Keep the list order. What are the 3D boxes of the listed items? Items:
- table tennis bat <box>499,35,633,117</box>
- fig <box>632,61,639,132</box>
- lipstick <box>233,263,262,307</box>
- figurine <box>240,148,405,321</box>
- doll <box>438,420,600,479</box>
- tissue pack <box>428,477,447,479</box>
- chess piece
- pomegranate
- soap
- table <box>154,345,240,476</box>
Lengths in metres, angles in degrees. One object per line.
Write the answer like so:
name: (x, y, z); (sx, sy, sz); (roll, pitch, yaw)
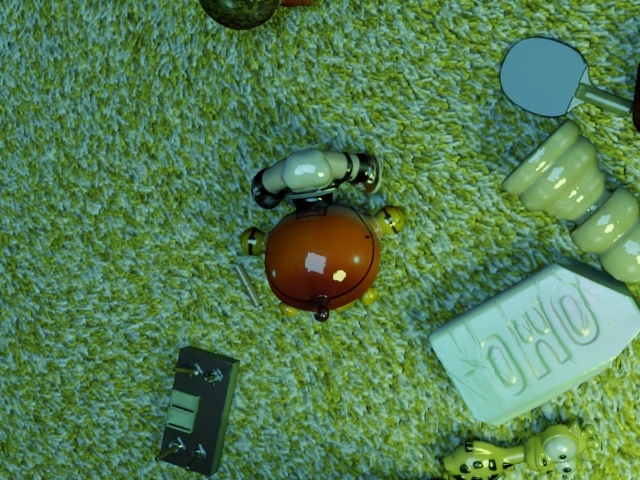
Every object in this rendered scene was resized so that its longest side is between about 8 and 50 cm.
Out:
table tennis bat: (0.444, -0.282, 1.742); (0.246, 0.022, 0.138); (24, 99, 16)
fig: (0.631, -0.238, 1.638); (0.201, 0.134, 0.146); (11, 105, 7)
lipstick: (-0.146, 0.091, 1.937); (0.019, 0.019, 0.094); (-30, 84, 16)
figurine: (-0.001, -0.002, 1.798); (0.319, 0.196, 0.323); (-11, 79, 11)
doll: (0.365, 0.395, 1.764); (0.291, 0.086, 0.117); (-15, 128, 15)
tissue pack: (0.133, 0.608, 1.675); (0.264, 0.416, 0.253); (-31, 81, 18)
chess piece: (0.475, -0.051, 1.679); (0.300, 0.167, 0.167); (46, 104, 6)
pomegranate: (-0.115, -0.496, 1.832); (0.247, 0.214, 0.214); (14, 98, -22)
soap: (0.396, 0.171, 1.728); (0.346, 0.115, 0.208); (-31, 84, 15)
table: (-0.257, 0.348, 1.935); (0.121, 0.111, 0.240); (13, 96, 17)
